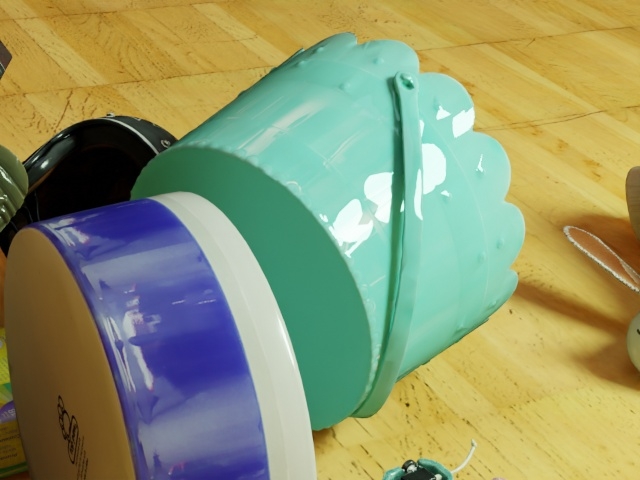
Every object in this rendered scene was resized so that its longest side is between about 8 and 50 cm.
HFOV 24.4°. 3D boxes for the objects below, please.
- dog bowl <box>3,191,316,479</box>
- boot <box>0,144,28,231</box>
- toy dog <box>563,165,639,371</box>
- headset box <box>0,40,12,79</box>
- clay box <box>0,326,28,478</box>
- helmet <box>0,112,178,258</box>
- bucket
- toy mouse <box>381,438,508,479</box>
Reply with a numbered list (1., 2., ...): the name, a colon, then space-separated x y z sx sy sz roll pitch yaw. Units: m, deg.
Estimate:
1. dog bowl: -0.106 0.108 0.900 0.104 0.265 0.265 -11 31 -25
2. boot: -0.359 0.014 1.185 0.236 0.089 0.269 -45 22 -24
3. toy dog: 0.331 -0.027 1.326 0.220 0.161 0.333 -22 21 10
4. headset box: -0.374 -0.095 1.162 0.218 0.110 0.293 -33 19 7
5. clay box: -0.218 0.113 1.101 0.222 0.053 0.127 -15 31 -31
6. helmet: -0.179 -0.024 1.245 0.161 0.169 0.169 -37 45 -24
7. bucket: 0.000 0.000 1.134 0.281 0.281 0.183 23 42 32
8. toy mouse: 0.097 0.190 1.031 0.161 0.031 0.143 8 27 6
